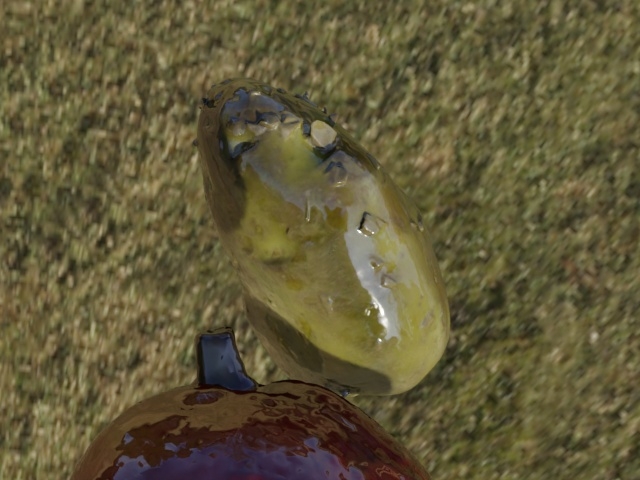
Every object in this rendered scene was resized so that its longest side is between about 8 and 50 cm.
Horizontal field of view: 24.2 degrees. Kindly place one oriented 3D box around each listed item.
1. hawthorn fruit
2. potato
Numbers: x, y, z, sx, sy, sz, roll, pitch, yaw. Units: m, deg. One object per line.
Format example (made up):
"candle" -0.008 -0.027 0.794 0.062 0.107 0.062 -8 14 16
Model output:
"hawthorn fruit" -0.043 0.202 0.840 0.265 0.265 0.307 -12 85 -18
"potato" 0.000 0.000 1.164 0.141 0.192 0.296 -41 120 -23
